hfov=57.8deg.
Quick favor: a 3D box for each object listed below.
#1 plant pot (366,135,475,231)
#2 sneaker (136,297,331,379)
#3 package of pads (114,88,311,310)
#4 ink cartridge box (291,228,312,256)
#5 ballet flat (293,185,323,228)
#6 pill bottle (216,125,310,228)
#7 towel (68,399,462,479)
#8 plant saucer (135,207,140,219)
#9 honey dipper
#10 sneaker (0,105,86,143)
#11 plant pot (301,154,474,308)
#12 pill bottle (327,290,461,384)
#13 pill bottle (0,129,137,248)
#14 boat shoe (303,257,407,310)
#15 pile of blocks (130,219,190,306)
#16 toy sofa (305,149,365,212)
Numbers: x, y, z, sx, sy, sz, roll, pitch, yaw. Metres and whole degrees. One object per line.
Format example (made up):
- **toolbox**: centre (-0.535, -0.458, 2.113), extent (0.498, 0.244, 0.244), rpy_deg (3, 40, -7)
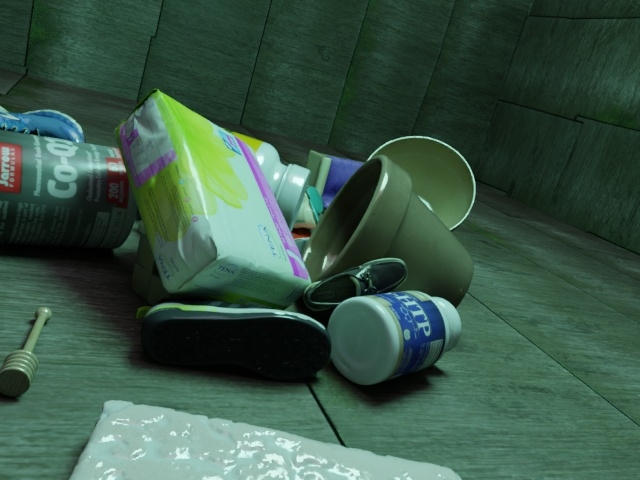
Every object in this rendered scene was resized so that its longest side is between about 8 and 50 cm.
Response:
- **plant pot**: centre (0.245, -0.102, 1.520), extent (0.284, 0.284, 0.191), rpy_deg (19, -20, 11)
- **sneaker**: centre (-0.101, 0.102, 0.703), extent (0.235, 0.084, 0.097), rpy_deg (12, 15, -16)
- **package of pads**: centre (-0.150, -0.050, 0.812), extent (0.229, 0.101, 0.296), rpy_deg (24, 35, -57)
- **ink cartridge box**: centre (0.000, 0.000, 1.227), extent (0.232, 0.066, 0.189), rpy_deg (29, 19, 27)
- **ballet flat**: centre (-0.043, -0.078, 1.407), extent (0.086, 0.086, 0.248), rpy_deg (16, 13, -1)
- **pill bottle**: centre (-0.199, -0.125, 1.138), extent (0.334, 0.187, 0.188), rpy_deg (19, 15, 0)
- **towel**: centre (-0.024, 0.233, 0.389), extent (0.332, 0.053, 0.317), rpy_deg (15, 15, -7)
- **plant saucer**: centre (-0.437, -0.084, 1.099), extent (0.195, 0.037, 0.195), rpy_deg (15, 15, -4)
- **honey dipper**: centre (-0.298, 0.104, 0.596), extent (0.031, 0.030, 0.160), rpy_deg (11, 15, -19)
- **sneaker**: centre (-0.653, -0.211, 1.209), extent (0.330, 0.129, 0.147), rpy_deg (11, 26, 3)
- **plant pot**: centre (0.120, 0.026, 0.966), extent (0.229, 0.263, 0.263), rpy_deg (31, 12, -14)
- **pill bottle**: centre (0.108, 0.125, 0.788), extent (0.112, 0.111, 0.187), rpy_deg (29, 19, 38)
- **pill bottle**: centre (-0.427, -0.074, 0.836), extent (0.283, 0.161, 0.161), rpy_deg (4, 19, -37)
- **boat shoe**: centre (0.051, 0.065, 0.800), extent (0.152, 0.056, 0.049), rpy_deg (-21, 1, -3)
- **pile of blocks**: centre (-0.212, -0.009, 0.924), extent (0.149, 0.112, 0.362), rpy_deg (11, 17, -18)
- **toy sofa**: centre (0.135, -0.149, 1.708), extent (0.363, 0.150, 0.177), rpy_deg (7, 17, -31)
